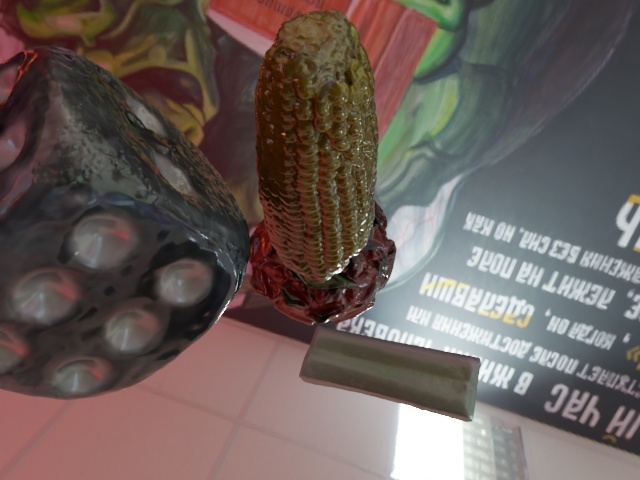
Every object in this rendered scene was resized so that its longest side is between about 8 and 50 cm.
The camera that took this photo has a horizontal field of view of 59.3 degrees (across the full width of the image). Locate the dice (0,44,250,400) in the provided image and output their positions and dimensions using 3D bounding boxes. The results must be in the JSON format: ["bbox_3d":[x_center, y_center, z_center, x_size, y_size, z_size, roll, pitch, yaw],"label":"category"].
[{"bbox_3d":[-0.175,-0.010,0.405,0.181,0.182,0.183,36,-165,-47],"label":"dice"}]

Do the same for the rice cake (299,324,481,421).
[{"bbox_3d":[0.086,0.163,0.713,0.221,0.042,0.080,9,-114,16],"label":"rice cake"}]

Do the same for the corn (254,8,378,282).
[{"bbox_3d":[-0.003,-0.052,0.428,0.097,0.262,0.097,-1,-122,1],"label":"corn"}]

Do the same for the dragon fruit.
[{"bbox_3d":[0.000,0.000,0.864,0.233,0.234,0.293,10,-154,-12],"label":"dragon fruit"}]
